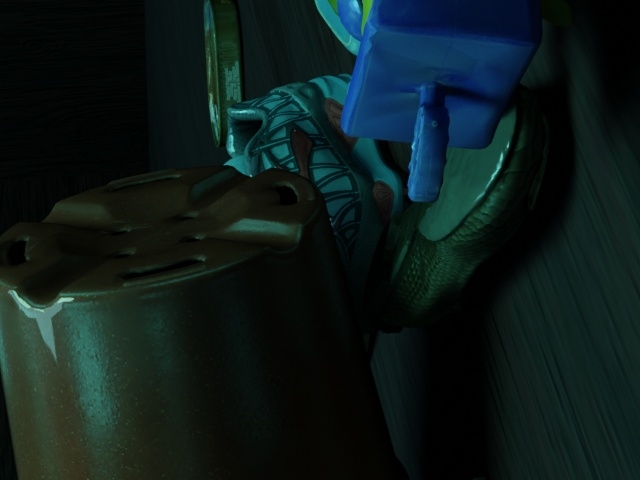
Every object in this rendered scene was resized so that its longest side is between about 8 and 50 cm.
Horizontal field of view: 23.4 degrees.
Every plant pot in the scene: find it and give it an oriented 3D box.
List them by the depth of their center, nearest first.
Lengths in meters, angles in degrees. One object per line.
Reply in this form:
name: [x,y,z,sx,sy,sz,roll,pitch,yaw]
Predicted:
plant pot: [-0.076,0.109,0.938,0.272,0.272,0.265,-121,19,-69]

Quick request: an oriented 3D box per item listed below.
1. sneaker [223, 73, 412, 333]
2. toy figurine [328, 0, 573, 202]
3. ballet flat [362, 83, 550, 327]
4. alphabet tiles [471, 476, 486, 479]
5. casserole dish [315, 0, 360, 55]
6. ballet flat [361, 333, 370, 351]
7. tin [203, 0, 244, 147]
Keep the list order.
sneaker: [-0.010,-0.019,1.075,0.262,0.125,0.104,-109,16,-54]
toy figurine: [0.012,-0.109,0.647,0.362,0.191,0.217,111,156,-70]
ballet flat: [0.077,-0.009,0.810,0.250,0.058,0.084,120,166,-64]
alphabet tiles: [0.116,0.321,0.863,0.285,0.011,0.342,96,165,-50]
casserole dish: [0.023,-0.187,1.057,0.188,0.037,0.114,-118,24,-64]
ballet flat: [0.016,0.046,1.178,0.168,0.057,0.052,104,168,-63]
tin: [-0.117,-0.206,1.884,0.106,0.040,0.189,-107,14,-65]
